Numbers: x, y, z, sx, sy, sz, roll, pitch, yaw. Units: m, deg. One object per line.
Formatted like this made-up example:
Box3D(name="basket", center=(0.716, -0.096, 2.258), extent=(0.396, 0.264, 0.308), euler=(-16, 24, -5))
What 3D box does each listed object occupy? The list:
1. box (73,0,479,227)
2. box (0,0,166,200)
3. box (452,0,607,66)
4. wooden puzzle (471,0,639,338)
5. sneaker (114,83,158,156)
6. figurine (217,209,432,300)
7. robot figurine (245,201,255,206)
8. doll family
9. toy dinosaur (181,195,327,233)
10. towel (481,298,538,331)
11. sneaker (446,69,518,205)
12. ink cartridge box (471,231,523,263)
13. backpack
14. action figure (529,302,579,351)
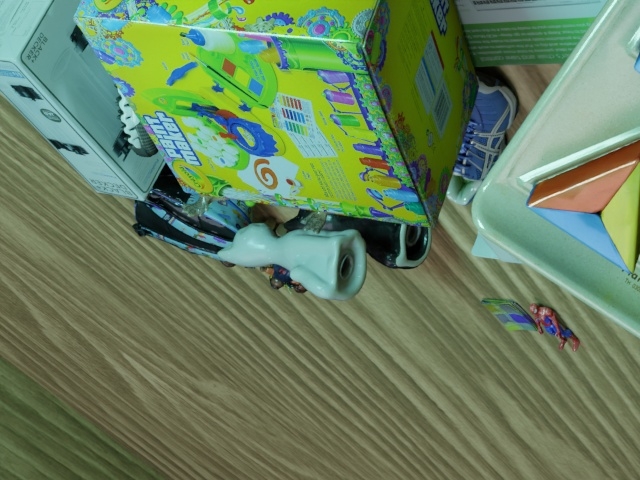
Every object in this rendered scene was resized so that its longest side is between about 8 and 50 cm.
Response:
Box3D(name="box", center=(-0.029, -0.173, 1.368), extent=(0.279, 0.177, 0.290), euler=(9, 153, 22))
Box3D(name="box", center=(-0.281, -0.196, 1.773), extent=(0.087, 0.169, 0.290), euler=(9, 154, 35))
Box3D(name="box", center=(0.142, -0.273, 1.310), extent=(0.232, 0.058, 0.322), euler=(4, 149, 41))
Box3D(name="wooden puzzle", center=(0.335, -0.057, 1.192), extent=(0.322, 0.080, 0.348), euler=(33, 118, 2))
Box3D(name="sneaker", center=(-0.188, -0.199, 1.702), extent=(0.106, 0.078, 0.234), euler=(-3, 124, -1))
Box3D(name="figurine", center=(0.000, 0.000, 1.905), extent=(0.209, 0.215, 0.092), euler=(12, 115, 41))
Box3D(name="robot figurine", center=(-0.092, -0.099, 1.926), extent=(0.115, 0.067, 0.101), euler=(10, 126, 33))
Box3D(name="doll family", center=(-0.064, 0.030, 2.175), extent=(0.193, 0.076, 0.111), euler=(32, 138, -5))
Box3D(name="toy dinosaur", center=(-0.057, -0.130, 1.776), extent=(0.296, 0.127, 0.200), euler=(10, 122, -6))
Box3D(name="towel", center=(0.272, 0.108, 2.091), extent=(0.060, 0.009, 0.083), euler=(1, 148, 44))
Box3D(name="sneaker", center=(0.168, -0.113, 1.607), extent=(0.080, 0.081, 0.211), euler=(19, 156, 19))
Box3D(name="ink cartridge box", center=(0.256, -0.035, 1.643), extent=(0.198, 0.115, 0.067), euler=(5, 152, 39))
Box3D(name="backpack", center=(-0.168, -0.048, 2.053), extent=(0.173, 0.117, 0.158), euler=(24, 158, 3))
Box3D(name="action figure", center=(0.323, 0.120, 2.044), extent=(0.038, 0.030, 0.115), euler=(9, 151, 46))
